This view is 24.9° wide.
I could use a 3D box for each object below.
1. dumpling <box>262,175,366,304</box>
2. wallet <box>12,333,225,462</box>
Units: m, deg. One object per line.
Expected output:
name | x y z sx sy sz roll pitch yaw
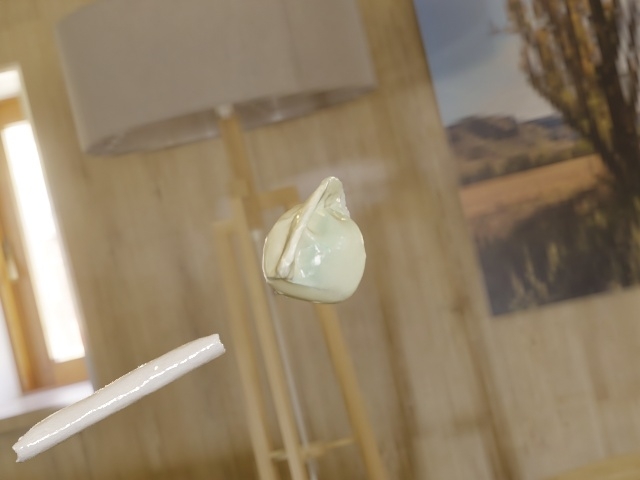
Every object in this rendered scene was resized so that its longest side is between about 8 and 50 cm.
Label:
dumpling | -0.001 0.000 0.661 0.043 0.059 0.077 18 1 42
wallet | -0.074 0.056 0.529 0.083 0.011 0.044 -29 -1 -8
